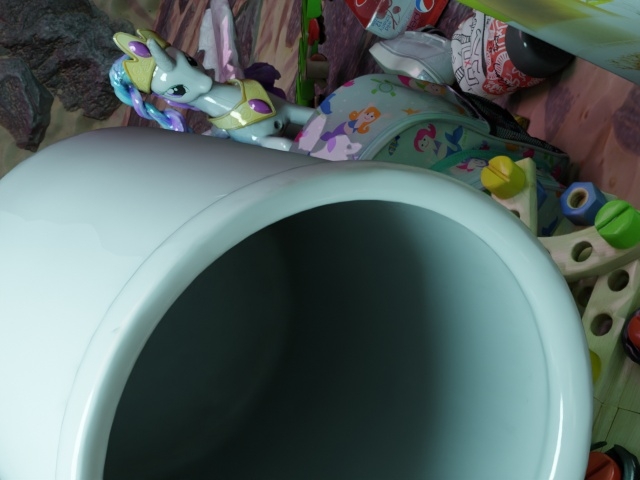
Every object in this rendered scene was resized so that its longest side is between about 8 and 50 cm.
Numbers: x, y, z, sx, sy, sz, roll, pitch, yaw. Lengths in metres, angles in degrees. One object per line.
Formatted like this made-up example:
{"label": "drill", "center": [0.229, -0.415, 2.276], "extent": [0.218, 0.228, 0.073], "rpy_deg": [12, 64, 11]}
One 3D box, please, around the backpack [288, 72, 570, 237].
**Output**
{"label": "backpack", "center": [0.086, -0.024, 1.118], "extent": [0.225, 0.253, 0.191], "rpy_deg": [-60, 40, 16]}

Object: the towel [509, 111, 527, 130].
{"label": "towel", "center": [0.154, -0.103, 1.377], "extent": [0.102, 0.021, 0.237], "rpy_deg": [-60, 19, 4]}

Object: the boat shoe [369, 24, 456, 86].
{"label": "boat shoe", "center": [0.125, -0.217, 1.517], "extent": [0.081, 0.079, 0.227], "rpy_deg": [-41, 18, 0]}

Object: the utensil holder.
{"label": "utensil holder", "center": [-0.066, 0.090, 0.848], "extent": [0.385, 0.328, 0.327], "rpy_deg": [18, 86, 61]}

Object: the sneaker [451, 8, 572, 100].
{"label": "sneaker", "center": [0.208, -0.274, 1.313], "extent": [0.145, 0.090, 0.270], "rpy_deg": [-26, 47, 59]}

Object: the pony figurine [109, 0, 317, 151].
{"label": "pony figurine", "center": [-0.097, -0.149, 1.544], "extent": [0.303, 0.363, 0.351], "rpy_deg": [-68, 13, -7]}

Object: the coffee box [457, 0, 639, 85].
{"label": "coffee box", "center": [0.261, -0.315, 0.846], "extent": [0.337, 0.334, 0.338], "rpy_deg": [9, 79, 69]}

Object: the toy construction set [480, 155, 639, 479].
{"label": "toy construction set", "center": [0.171, 0.105, 0.897], "extent": [0.215, 0.151, 0.327], "rpy_deg": [11, 87, 46]}

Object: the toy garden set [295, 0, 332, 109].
{"label": "toy garden set", "center": [-0.001, -0.249, 1.792], "extent": [0.204, 0.049, 0.244], "rpy_deg": [-95, 8, -50]}

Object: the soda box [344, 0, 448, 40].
{"label": "soda box", "center": [0.091, -0.340, 1.707], "extent": [0.092, 0.083, 0.263], "rpy_deg": [-61, 20, 18]}
